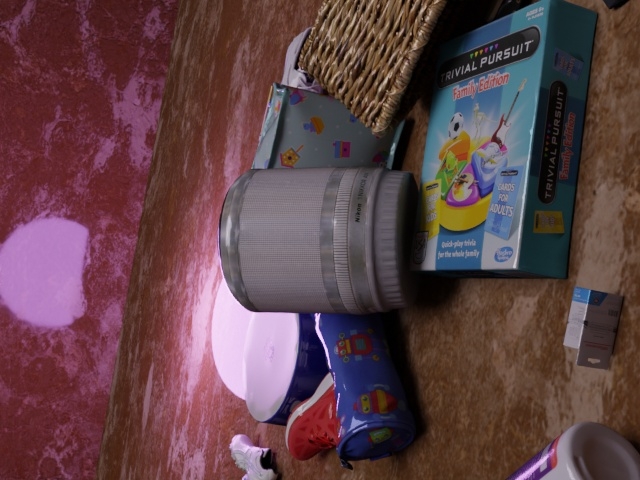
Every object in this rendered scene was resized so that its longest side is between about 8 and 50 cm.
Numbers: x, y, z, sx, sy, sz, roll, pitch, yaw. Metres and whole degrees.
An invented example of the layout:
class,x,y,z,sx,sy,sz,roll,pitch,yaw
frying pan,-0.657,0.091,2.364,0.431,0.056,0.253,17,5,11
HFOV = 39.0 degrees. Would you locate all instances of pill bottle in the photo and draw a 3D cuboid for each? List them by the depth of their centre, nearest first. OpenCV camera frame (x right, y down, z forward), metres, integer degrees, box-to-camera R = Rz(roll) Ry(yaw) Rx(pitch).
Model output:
class,x,y,z,sx,sy,sz,roll,pitch,yaw
pill bottle,0.246,0.282,0.951,0.193,0.108,0.108,-56,33,41

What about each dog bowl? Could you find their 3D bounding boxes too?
class,x,y,z,sx,sy,sz,roll,pitch,yaw
dog bowl,-0.047,0.205,1.643,0.265,0.104,0.265,-169,90,-66

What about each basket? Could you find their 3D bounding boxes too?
class,x,y,z,sx,sy,sz,roll,pitch,yaw
basket,0.145,-0.323,1.347,0.223,0.213,0.299,46,124,36

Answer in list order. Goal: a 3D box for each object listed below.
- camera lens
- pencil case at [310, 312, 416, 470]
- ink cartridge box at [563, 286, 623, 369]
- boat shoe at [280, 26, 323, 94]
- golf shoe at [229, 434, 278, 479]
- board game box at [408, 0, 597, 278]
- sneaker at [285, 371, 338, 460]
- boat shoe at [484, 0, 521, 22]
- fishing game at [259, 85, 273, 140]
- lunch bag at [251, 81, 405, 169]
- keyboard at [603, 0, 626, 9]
class,x,y,z,sx,sy,sz,roll,pitch,yaw
camera lens,0.000,0.000,1.343,0.219,0.274,0.219,0,-90,-73
pencil case,0.060,0.197,1.394,0.133,0.119,0.306,81,177,-48
ink cartridge box,0.297,0.096,0.990,0.028,0.048,0.083,12,90,66
boat shoe,-0.037,-0.324,1.863,0.084,0.095,0.258,137,137,-60
golf shoe,-0.123,0.434,1.789,0.086,0.069,0.176,-50,34,12
board game box,0.231,-0.119,1.194,0.254,0.079,0.336,-6,75,65
sneaker,0.010,0.321,1.490,0.128,0.087,0.221,-106,34,-48
boat shoe,0.275,-0.357,1.250,0.049,0.042,0.133,-80,13,-62
fishing game,-0.090,-0.279,2.032,0.264,0.041,0.189,-134,56,-62
lunch bag,-0.002,-0.114,1.531,0.160,0.223,0.262,-136,60,-71
keyboard,0.361,-0.447,1.109,0.201,0.033,0.317,-57,33,40
